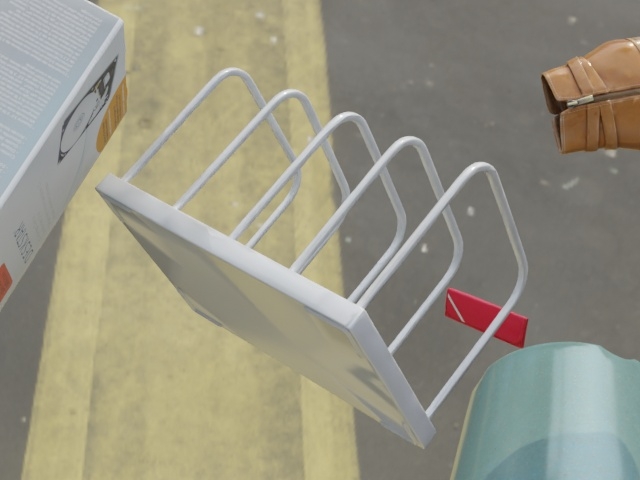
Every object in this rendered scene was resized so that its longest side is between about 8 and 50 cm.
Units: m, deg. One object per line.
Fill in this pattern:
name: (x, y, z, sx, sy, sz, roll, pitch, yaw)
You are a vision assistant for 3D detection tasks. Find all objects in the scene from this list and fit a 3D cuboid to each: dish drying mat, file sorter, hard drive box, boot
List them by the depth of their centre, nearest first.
hard drive box: (-0.246, -0.063, 0.878, 0.089, 0.181, 0.232, 29, 73, 0)
file sorter: (0.000, 0.000, 0.921, 0.277, 0.193, 0.173, 26, 69, 35)
dish drying mat: (0.149, 0.070, 1.027, 0.083, 0.032, 0.008, 23, 30, 34)
boot: (0.321, -0.110, 1.166, 0.152, 0.073, 0.197, -17, 77, -4)

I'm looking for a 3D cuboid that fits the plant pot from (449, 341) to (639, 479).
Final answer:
plant pot: (0.282, 0.317, 1.287, 0.341, 0.341, 0.334, 15, 41, 3)
